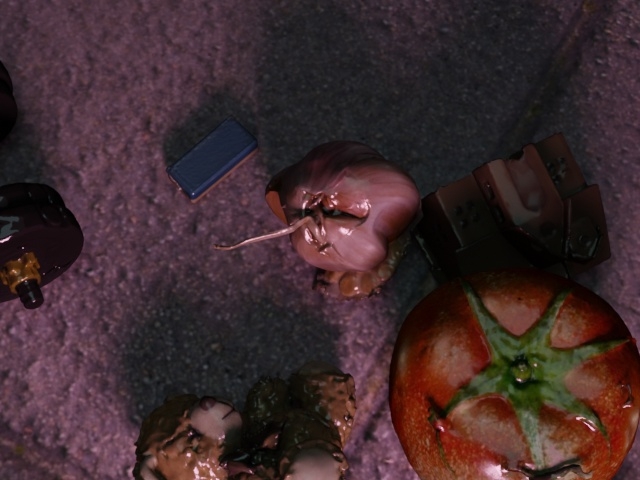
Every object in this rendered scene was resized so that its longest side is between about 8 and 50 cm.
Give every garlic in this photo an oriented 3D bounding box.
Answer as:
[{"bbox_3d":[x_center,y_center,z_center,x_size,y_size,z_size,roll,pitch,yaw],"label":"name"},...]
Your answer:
[{"bbox_3d":[0.000,0.000,1.923,0.257,0.207,0.207,-38,72,-27],"label":"garlic"}]

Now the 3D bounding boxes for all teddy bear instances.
[{"bbox_3d":[-0.092,0.246,1.829,0.256,0.156,0.267,10,27,2],"label":"teddy bear"}]

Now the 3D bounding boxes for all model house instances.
[{"bbox_3d":[0.264,0.015,1.929,0.211,0.204,0.243,-25,86,-12],"label":"model house"}]

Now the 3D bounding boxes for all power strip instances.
[{"bbox_3d":[-0.144,-0.106,2.046,0.123,0.032,0.056,-41,73,-17],"label":"power strip"}]

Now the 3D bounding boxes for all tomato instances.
[{"bbox_3d":[0.230,0.187,1.814,0.303,0.239,0.303,-1,68,2],"label":"tomato"}]

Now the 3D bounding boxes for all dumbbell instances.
[{"bbox_3d":[-0.433,-0.082,1.947,0.185,0.185,0.388,-25,69,-11],"label":"dumbbell"}]
